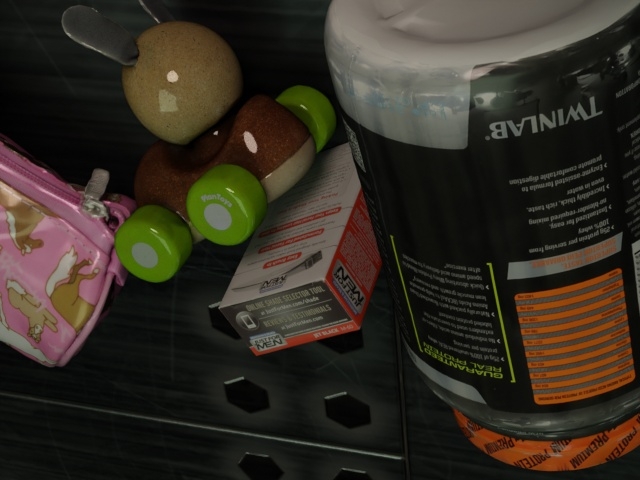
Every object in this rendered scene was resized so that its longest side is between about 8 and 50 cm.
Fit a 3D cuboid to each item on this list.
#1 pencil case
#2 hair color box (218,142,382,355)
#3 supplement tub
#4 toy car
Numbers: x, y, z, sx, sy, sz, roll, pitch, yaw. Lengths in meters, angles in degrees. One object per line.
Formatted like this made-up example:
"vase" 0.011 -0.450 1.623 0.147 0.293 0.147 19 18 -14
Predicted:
"pencil case" -0.326 -0.056 0.977 0.386 0.160 0.167 32 94 -7
"hair color box" 0.000 0.000 0.892 0.093 0.167 0.053 -17 122 32
"supplement tub" 0.136 -0.022 0.795 0.207 0.207 0.338 0 129 21
"toy car" -0.105 -0.097 0.869 0.149 0.155 0.188 -25 108 36
